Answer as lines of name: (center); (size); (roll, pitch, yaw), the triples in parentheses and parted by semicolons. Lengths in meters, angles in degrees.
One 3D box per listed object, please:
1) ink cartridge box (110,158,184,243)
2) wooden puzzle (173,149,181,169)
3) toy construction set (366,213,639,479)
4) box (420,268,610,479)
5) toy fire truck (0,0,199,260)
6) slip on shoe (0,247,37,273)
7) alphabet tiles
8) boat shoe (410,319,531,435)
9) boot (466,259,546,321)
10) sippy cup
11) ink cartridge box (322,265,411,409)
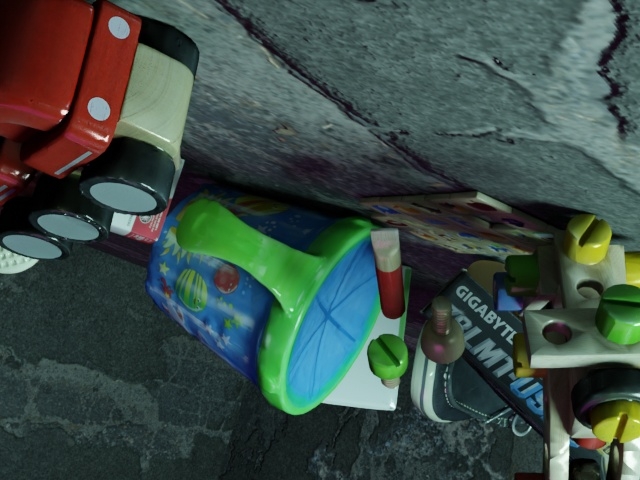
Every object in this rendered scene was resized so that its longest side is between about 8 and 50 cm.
ink cartridge box: (-0.231, -0.065, 1.047); (0.135, 0.099, 0.056); (20, 170, -19)
wooden puzzle: (-0.231, -0.126, 0.871); (0.221, 0.044, 0.239); (18, 176, -6)
toy construction set: (0.173, 0.058, 0.752); (0.309, 0.257, 0.237); (19, 151, 20)
box: (0.261, 0.187, 0.983); (0.295, 0.073, 0.293); (43, 178, 35)
toy fire truck: (-0.230, -0.113, 0.628); (0.246, 0.158, 0.217); (24, 153, -33)
slip on shoe: (-0.411, -0.089, 1.028); (0.331, 0.123, 0.101); (38, -173, 11)
alphabet tiles: (0.158, -0.007, 0.938); (0.198, 0.009, 0.237); (21, 171, -26)
boat shoe: (0.294, 0.211, 1.532); (0.156, 0.186, 0.500); (6, 171, 34)
boot: (0.265, 0.081, 1.090); (0.197, 0.073, 0.152); (27, 176, 27)
sippy cup: (-0.069, 0.047, 1.104); (0.224, 0.240, 0.305); (25, 132, 22)
ink cartridge box: (0.049, 0.141, 1.431); (0.117, 0.201, 0.278); (7, 173, -3)
